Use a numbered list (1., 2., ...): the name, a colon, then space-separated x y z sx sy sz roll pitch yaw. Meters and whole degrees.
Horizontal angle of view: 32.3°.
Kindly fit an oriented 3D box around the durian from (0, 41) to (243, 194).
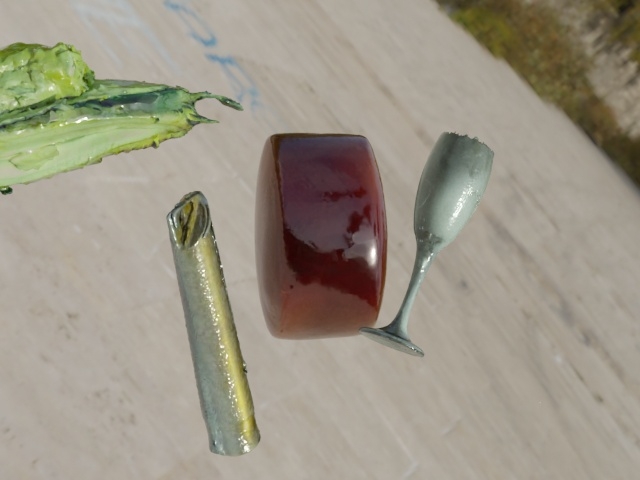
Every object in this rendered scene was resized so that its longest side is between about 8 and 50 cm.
1. durian: -0.237 -0.094 0.863 0.107 0.375 0.132 62 -24 23

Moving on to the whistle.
1. whistle: -0.127 0.103 1.286 0.068 0.057 0.327 -50 136 -57

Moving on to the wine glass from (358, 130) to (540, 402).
1. wine glass: 0.230 0.036 1.561 0.264 0.310 0.096 24 -10 -7

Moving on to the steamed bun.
1. steamed bun: 0.000 0.000 1.974 0.248 0.234 0.380 -127 -143 -77
